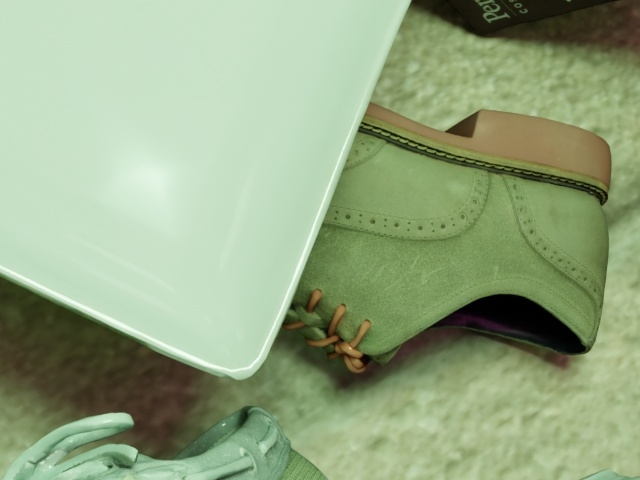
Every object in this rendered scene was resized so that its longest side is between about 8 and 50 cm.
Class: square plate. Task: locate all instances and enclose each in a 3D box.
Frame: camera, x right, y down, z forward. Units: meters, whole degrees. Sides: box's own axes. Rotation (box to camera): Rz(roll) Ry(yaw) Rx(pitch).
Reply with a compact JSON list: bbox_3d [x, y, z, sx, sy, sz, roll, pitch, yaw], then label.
[{"bbox_3d":[-0.123,-0.153,0.563,0.344,0.049,0.347,24,69,-1],"label":"square plate"}]

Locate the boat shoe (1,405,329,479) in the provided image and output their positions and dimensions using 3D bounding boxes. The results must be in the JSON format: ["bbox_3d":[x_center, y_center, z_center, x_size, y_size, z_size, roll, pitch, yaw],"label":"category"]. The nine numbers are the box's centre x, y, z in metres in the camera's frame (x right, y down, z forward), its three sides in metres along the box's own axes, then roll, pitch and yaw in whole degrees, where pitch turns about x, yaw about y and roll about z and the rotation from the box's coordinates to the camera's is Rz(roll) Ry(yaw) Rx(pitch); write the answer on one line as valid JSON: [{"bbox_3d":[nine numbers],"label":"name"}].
[{"bbox_3d":[-0.071,0.118,0.487,0.118,0.320,0.103,-36,74,16],"label":"boat shoe"}]

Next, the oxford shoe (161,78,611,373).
[{"bbox_3d":[0.000,0.000,0.635,0.348,0.123,0.130,2,75,-17],"label":"oxford shoe"}]

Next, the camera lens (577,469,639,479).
[{"bbox_3d":[0.066,0.245,0.510,0.274,0.219,0.219,-23,80,-25],"label":"camera lens"}]

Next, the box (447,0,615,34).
[{"bbox_3d":[0.144,-0.244,0.697,0.168,0.203,0.167,33,57,-45],"label":"box"}]
